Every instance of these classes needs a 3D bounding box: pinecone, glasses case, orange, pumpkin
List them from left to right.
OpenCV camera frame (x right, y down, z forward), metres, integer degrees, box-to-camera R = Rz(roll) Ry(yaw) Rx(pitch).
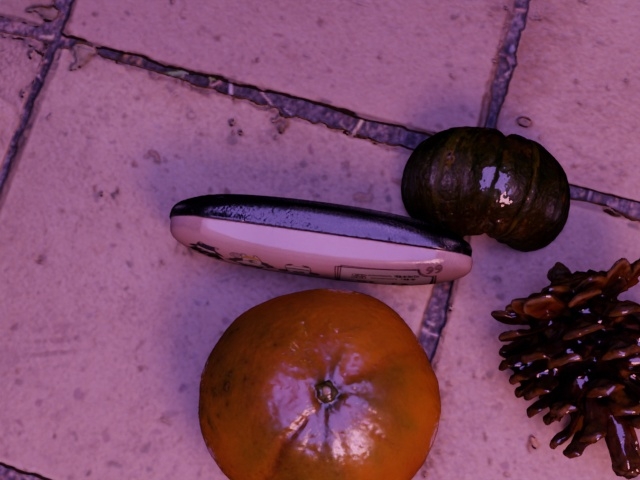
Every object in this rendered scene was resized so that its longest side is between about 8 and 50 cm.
[{"bbox_3d":[-0.002,0.159,1.256,0.240,0.171,0.240,0,78,2],"label":"orange"},{"bbox_3d":[0.000,0.000,1.315,0.314,0.122,0.075,8,84,2],"label":"glasses case"},{"bbox_3d":[0.176,-0.058,1.338,0.183,0.107,0.119,10,83,4],"label":"pumpkin"},{"bbox_3d":[0.277,0.125,1.262,0.185,0.168,0.212,-28,93,37],"label":"pinecone"}]
